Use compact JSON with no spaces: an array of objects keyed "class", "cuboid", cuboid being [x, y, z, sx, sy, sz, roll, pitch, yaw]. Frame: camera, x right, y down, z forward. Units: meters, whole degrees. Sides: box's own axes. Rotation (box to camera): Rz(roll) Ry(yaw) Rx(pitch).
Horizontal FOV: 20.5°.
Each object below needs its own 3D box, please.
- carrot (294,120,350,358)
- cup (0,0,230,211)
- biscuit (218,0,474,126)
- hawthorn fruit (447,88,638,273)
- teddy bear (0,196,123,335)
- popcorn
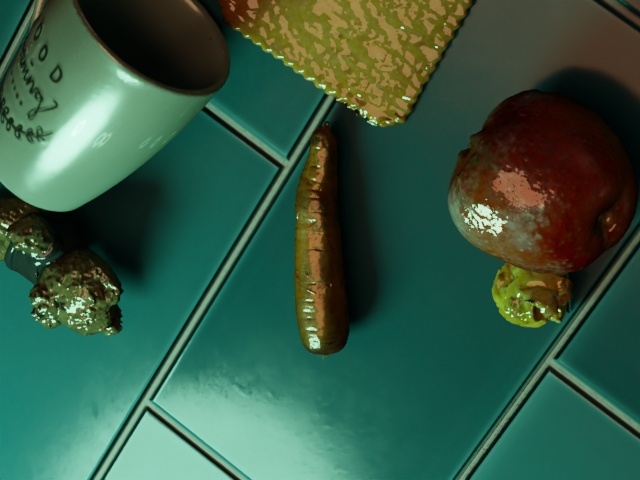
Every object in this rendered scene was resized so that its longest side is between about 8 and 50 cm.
[{"class":"carrot","cuboid":[0.000,0.000,1.820,0.059,0.059,0.248,3,101,22]},{"class":"cup","cuboid":[-0.245,-0.180,1.829,0.234,0.186,0.258,-43,55,34]},{"class":"biscuit","cuboid":[0.033,-0.258,1.760,0.237,0.013,0.232,35,114,11]},{"class":"hawthorn fruit","cuboid":[0.209,-0.049,1.658,0.173,0.173,0.173,6,106,22]},{"class":"teddy bear","cuboid":[-0.312,0.011,1.920,0.251,0.182,0.129,28,76,15]},{"class":"popcorn","cuboid":[0.218,0.051,1.742,0.084,0.084,0.084,6,106,22]}]
